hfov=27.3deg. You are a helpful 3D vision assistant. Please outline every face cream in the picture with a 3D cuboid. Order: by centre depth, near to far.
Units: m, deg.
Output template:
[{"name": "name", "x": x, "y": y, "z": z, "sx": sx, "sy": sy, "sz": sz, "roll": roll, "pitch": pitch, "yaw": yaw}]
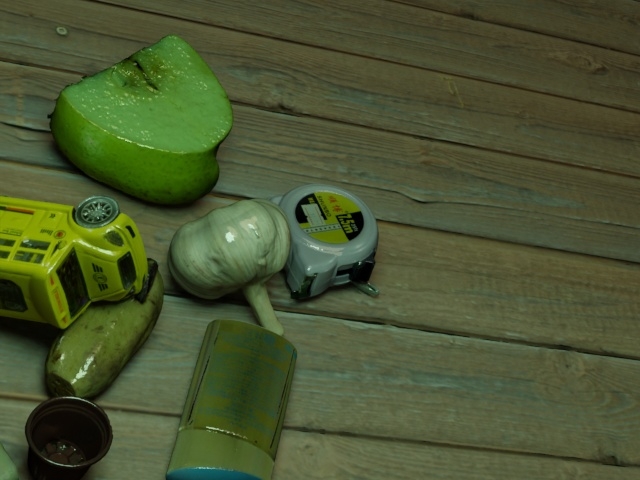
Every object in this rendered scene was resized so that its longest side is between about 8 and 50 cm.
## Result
[{"name": "face cream", "x": -0.118, "y": 0.235, "z": 1.820, "sx": 0.139, "sy": 0.067, "sz": 0.285, "roll": 19, "pitch": 42, "yaw": -6}]

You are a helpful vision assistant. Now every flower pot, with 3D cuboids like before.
[{"name": "flower pot", "x": -0.326, "y": 0.266, "z": 1.672, "sx": 0.111, "sy": 0.089, "sz": 0.111, "roll": 13, "pitch": 44, "yaw": -13}]

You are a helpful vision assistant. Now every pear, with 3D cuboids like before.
[{"name": "pear", "x": -0.262, "y": -0.168, "z": 2.094, "sx": 0.293, "sy": 0.159, "sz": 0.292, "roll": 12, "pitch": 47, "yaw": -13}]

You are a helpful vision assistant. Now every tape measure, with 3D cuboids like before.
[{"name": "tape measure", "x": 0.004, "y": 0.001, "z": 2.097, "sx": 0.178, "sy": 0.105, "sz": 0.196, "roll": -7, "pitch": 49, "yaw": -22}]

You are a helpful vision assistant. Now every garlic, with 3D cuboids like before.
[{"name": "garlic", "x": -0.119, "y": 0.059, "z": 1.956, "sx": 0.199, "sy": 0.199, "sz": 0.226, "roll": -26, "pitch": 94, "yaw": -41}]

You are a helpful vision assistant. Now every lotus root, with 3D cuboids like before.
[{"name": "lotus root", "x": -0.301, "y": 0.123, "z": 1.828, "sx": 0.110, "sy": 0.097, "sz": 0.258, "roll": 22, "pitch": 49, "yaw": 12}]

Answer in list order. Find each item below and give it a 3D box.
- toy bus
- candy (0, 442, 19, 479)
[{"name": "toy bus", "x": -0.406, "y": 0.023, "z": 1.770, "sx": 0.330, "sy": 0.144, "sz": 0.152, "roll": 8, "pitch": 46, "yaw": 14}, {"name": "candy", "x": -0.516, "y": 0.312, "z": 1.500, "sx": 0.179, "sy": 0.135, "sz": 0.321, "roll": 42, "pitch": 42, "yaw": 15}]
